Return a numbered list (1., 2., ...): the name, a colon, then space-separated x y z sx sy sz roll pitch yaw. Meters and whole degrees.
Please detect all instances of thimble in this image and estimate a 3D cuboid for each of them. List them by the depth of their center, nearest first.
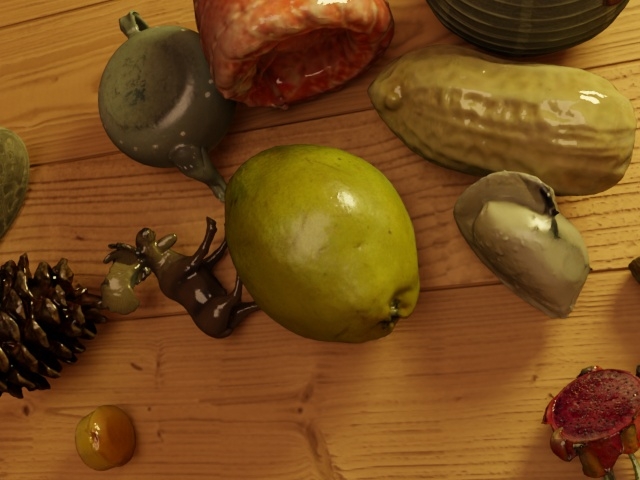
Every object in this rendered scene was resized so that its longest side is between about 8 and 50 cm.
1. thimble: -0.037 -0.276 0.857 0.239 0.239 0.162 -22 78 13

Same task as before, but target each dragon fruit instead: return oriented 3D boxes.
1. dragon fruit: 0.305 0.196 0.747 0.112 0.068 0.126 -6 36 53

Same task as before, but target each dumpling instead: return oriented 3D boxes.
1. dumpling: 0.227 0.003 0.781 0.150 0.176 0.092 17 70 52

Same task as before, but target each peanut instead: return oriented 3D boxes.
1. peanut: 0.202 -0.144 0.804 0.313 0.152 0.152 17 86 27

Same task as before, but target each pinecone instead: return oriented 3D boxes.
1. pinecone: -0.399 0.106 0.931 0.204 0.179 0.184 -41 113 2

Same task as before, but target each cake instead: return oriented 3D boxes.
1. cake: -0.283 0.262 0.918 0.044 0.084 0.084 -26 74 17

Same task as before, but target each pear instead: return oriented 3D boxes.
1. pear: 0.000 0.000 0.811 0.212 0.212 0.269 -45 66 6

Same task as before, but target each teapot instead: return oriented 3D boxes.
1. teapot: -0.206 -0.194 0.953 0.193 0.129 0.294 -29 71 11

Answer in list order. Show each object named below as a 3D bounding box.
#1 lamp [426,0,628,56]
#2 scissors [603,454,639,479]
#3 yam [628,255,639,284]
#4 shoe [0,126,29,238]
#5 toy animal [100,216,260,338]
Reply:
1. lamp: 0.235 -0.328 0.782 0.233 0.233 0.265 -45 76 5
2. scissors: 0.371 0.308 0.737 0.133 0.020 0.187 -2 79 12
3. yam: 0.465 0.152 0.707 0.083 0.083 0.371 -40 71 7
4. shoe: -0.571 -0.043 1.047 0.159 0.124 0.316 27 89 26
5. toy animal: -0.190 0.049 0.920 0.186 0.094 0.214 -44 74 9
